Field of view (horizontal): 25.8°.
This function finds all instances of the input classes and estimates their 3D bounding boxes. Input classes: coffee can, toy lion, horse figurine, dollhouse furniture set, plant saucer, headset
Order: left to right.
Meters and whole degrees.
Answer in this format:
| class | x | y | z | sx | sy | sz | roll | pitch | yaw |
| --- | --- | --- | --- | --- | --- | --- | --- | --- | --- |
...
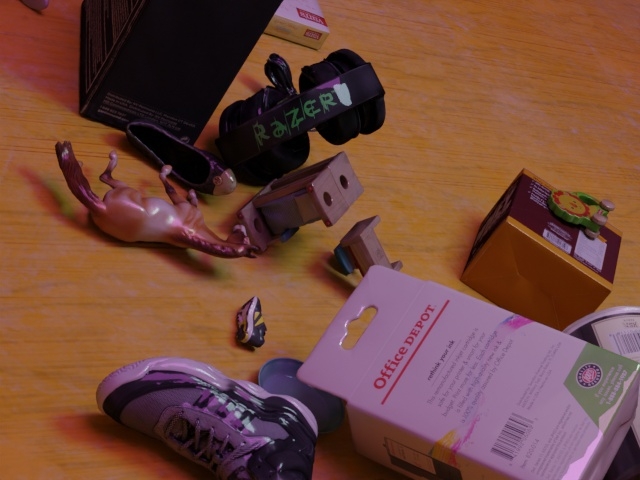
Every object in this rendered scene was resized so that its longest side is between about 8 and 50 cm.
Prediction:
| class | x | y | z | sx | sy | sz | roll | pitch | yaw |
| --- | --- | --- | --- | --- | --- | --- | --- | --- | --- |
| horse figurine | -0.222 | -0.045 | 1.790 | 0.263 | 0.066 | 0.174 | 16 | 31 | -32 |
| headset | -0.039 | -0.201 | 2.016 | 0.185 | 0.243 | 0.394 | 64 | 3 | -2 |
| plant saucer | -0.027 | 0.193 | 1.694 | 0.119 | 0.021 | 0.119 | 24 | 33 | -17 |
| dollhouse furniture set | 0.000 | 0.000 | 1.914 | 0.183 | 0.129 | 0.129 | 62 | 31 | -12 |
| toy lion | 0.397 | -0.050 | 2.155 | 0.096 | 0.034 | 0.100 | 31 | 31 | 10 |
| coffee can | 0.427 | 0.252 | 1.864 | 0.202 | 0.201 | 0.275 | 19 | 35 | -24 |

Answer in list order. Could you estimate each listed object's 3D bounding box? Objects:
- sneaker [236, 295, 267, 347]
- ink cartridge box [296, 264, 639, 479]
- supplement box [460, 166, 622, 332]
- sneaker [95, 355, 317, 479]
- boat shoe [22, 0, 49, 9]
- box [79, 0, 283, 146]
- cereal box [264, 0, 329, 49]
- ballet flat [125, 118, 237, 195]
| class | x | y | z | sx | sy | sz | roll | pitch | yaw |
| --- | --- | --- | --- | --- | --- | --- | --- | --- | --- |
| sneaker | -0.084 | 0.105 | 1.756 | 0.035 | 0.031 | 0.083 | 38 | 33 | -22 |
| ink cartridge box | 0.172 | 0.186 | 1.652 | 0.354 | 0.119 | 0.207 | 22 | 58 | 24 |
| supplement box | 0.343 | 0.023 | 2.158 | 0.191 | 0.129 | 0.194 | 33 | 32 | -2 |
| sneaker | -0.109 | 0.222 | 1.501 | 0.269 | 0.101 | 0.153 | 19 | 32 | -28 |
| boat shoe | -0.436 | -0.375 | 2.059 | 0.100 | 0.035 | 0.035 | 33 | 34 | 9 |
| box | -0.202 | -0.339 | 1.981 | 0.183 | 0.294 | 0.296 | 19 | 36 | -24 |
| cereal box | -0.091 | -0.441 | 2.448 | 0.173 | 0.047 | 0.240 | 13 | 38 | -31 |
| ballet flat | -0.193 | -0.109 | 1.903 | 0.173 | 0.057 | 0.049 | 29 | 9 | 6 |
